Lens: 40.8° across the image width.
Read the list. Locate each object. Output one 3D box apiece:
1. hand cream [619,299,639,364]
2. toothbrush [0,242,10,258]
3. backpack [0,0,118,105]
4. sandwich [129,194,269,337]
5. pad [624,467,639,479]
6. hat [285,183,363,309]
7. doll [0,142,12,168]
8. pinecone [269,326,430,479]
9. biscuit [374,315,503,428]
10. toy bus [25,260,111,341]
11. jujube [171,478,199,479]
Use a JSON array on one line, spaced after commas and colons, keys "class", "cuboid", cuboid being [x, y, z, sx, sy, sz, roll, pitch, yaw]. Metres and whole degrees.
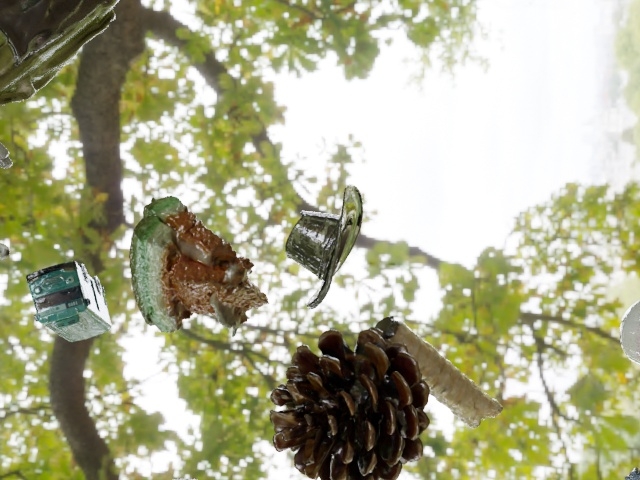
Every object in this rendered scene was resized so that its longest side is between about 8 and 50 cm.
[{"class": "hand cream", "cuboid": [0.644, 0.187, 1.365, 0.117, 0.358, 0.186, -6, -76, -29]}, {"class": "toothbrush", "cuboid": [-0.477, -0.001, 1.077, 0.026, 0.262, 0.022, 7, -89, -56]}, {"class": "backpack", "cuboid": [-0.294, -0.162, 0.673, 0.253, 0.207, 0.140, -48, -60, -28]}, {"class": "sandwich", "cuboid": [-0.170, 0.043, 1.166, 0.109, 0.159, 0.185, -52, -37, -42]}, {"class": "pad", "cuboid": [0.484, 0.336, 0.928, 0.012, 0.269, 0.270, -30, -16, -26]}, {"class": "hat", "cuboid": [0.000, 0.000, 0.719, 0.121, 0.050, 0.121, 19, -90, -84]}, {"class": "doll", "cuboid": [-0.427, -0.074, 0.928, 0.094, 0.180, 0.079, 114, 138, -71]}, {"class": "pinecone", "cuboid": [0.028, 0.204, 1.048, 0.207, 0.207, 0.208, 2, -90, -73]}, {"class": "biscuit", "cuboid": [0.162, 0.185, 1.196, 0.219, 0.061, 0.055, 42, -142, -17]}, {"class": "toy bus", "cuboid": [-0.363, 0.092, 1.255, 0.160, 0.079, 0.092, 89, 162, -73]}, {"class": "jujube", "cuboid": [-0.194, 0.469, 1.090, 0.226, 0.225, 0.317, 5, -106, -73]}]
